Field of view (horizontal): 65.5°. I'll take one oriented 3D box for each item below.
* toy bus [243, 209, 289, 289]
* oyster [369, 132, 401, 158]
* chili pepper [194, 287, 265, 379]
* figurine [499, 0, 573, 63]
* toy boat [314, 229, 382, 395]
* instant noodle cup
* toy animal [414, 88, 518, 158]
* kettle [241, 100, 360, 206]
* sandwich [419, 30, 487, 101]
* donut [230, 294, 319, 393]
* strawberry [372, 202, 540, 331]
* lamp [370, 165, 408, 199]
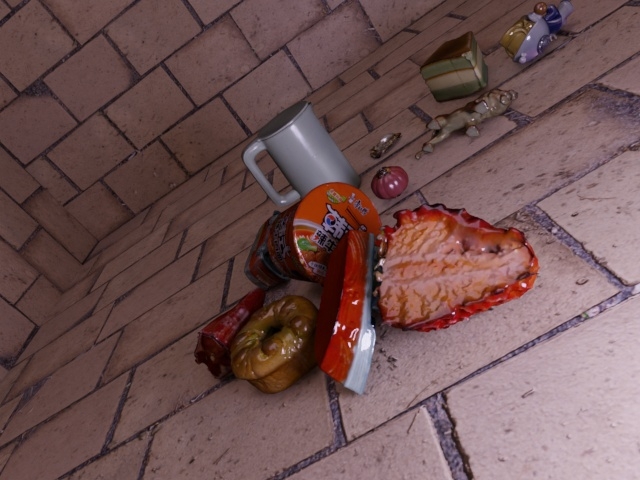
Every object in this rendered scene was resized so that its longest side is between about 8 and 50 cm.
[{"bbox_3d":[-0.143,0.034,1.471,0.120,0.121,0.265,-34,24,27],"label":"toy bus"},{"bbox_3d":[0.227,-0.328,1.709,0.132,0.029,0.086,-30,31,8],"label":"oyster"},{"bbox_3d":[-0.207,0.219,1.240,0.137,0.144,0.252,-1,28,27],"label":"chili pepper"},{"bbox_3d":[0.688,-0.656,1.580,0.275,0.133,0.193,-27,-19,-38],"label":"figurine"},{"bbox_3d":[0.076,0.140,0.981,0.145,0.133,0.331,125,162,-47],"label":"toy boat"},{"bbox_3d":[0.000,0.000,1.207,0.250,0.250,0.192,-50,18,-26],"label":"instant noodle cup"},{"bbox_3d":[0.417,-0.353,1.449,0.313,0.097,0.157,-18,18,40],"label":"toy animal"},{"bbox_3d":[-0.060,-0.250,1.606,0.265,0.318,0.205,-25,29,23],"label":"kettle"},{"bbox_3d":[0.492,-0.599,1.680,0.198,0.155,0.228,-46,26,-18],"label":"sandwich"},{"bbox_3d":[-0.088,0.218,1.068,0.227,0.113,0.226,-30,26,16],"label":"donut"},{"bbox_3d":[0.237,0.048,0.912,0.281,0.150,0.253,-26,47,19],"label":"strawberry"},{"bbox_3d":[0.192,-0.161,1.384,0.108,0.092,0.107,-28,27,15],"label":"lamp"}]
